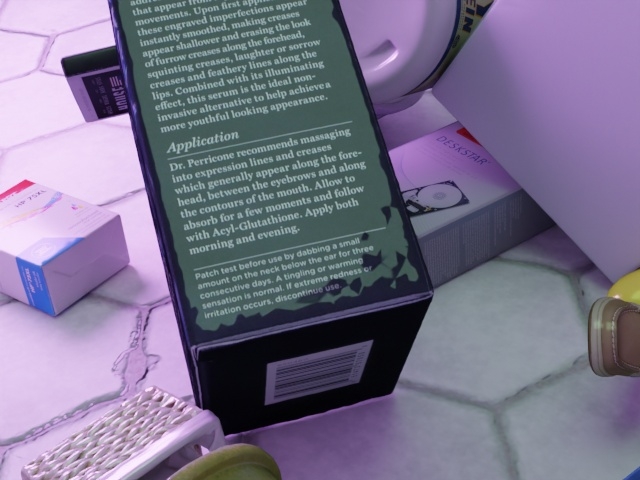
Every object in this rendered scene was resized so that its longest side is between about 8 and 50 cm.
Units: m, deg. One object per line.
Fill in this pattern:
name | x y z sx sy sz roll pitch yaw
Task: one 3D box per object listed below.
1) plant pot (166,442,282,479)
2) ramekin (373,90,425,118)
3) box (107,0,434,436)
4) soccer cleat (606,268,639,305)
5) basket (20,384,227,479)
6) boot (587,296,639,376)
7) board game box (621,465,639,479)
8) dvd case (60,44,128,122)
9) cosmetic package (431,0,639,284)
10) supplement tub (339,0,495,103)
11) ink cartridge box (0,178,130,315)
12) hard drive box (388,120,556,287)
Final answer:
plant pot | -0.019 0.320 0.733 0.254 0.276 0.276 28 46 25
ramekin | 0.015 -0.284 1.579 0.135 0.277 0.277 -29 13 44
box | -0.062 -0.048 1.078 0.212 0.293 0.395 -12 67 -9
soccer cleat | 0.442 0.020 1.185 0.289 0.121 0.093 -12 35 -8
basket | -0.176 0.223 1.002 0.167 0.113 0.103 -32 39 -33
boot | 0.353 0.097 1.025 0.165 0.077 0.213 1 -7 35
board game box | 0.211 0.273 0.663 0.254 0.336 0.079 -27 39 -28
dvd case | -0.167 -0.198 1.263 0.239 0.029 0.179 -15 -8 -7
cosmetic package | 0.414 -0.230 1.264 0.329 0.327 0.394 48 52 9
supplement tub | 0.106 -0.303 1.381 0.236 0.235 0.325 12 19 25
ink cartridge box | -0.373 -0.001 1.395 0.231 0.078 0.134 18 41 33
hard drive box | 0.157 -0.051 1.369 0.232 0.089 0.181 -25 39 -26
